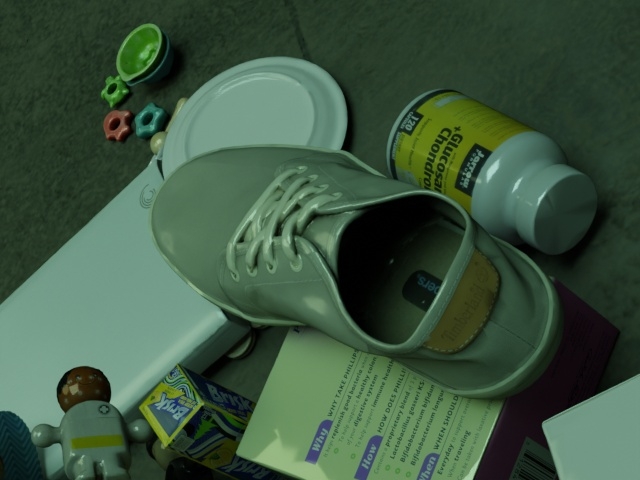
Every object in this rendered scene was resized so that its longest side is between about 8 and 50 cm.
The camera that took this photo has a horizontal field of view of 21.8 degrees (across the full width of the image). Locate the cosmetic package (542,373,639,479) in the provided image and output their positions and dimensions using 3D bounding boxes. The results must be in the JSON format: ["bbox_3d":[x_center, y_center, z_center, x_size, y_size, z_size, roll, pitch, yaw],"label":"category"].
[{"bbox_3d":[0.291,0.270,1.072,0.155,0.197,0.365,-30,51,23],"label":"cosmetic package"}]

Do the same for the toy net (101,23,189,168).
[{"bbox_3d":[-0.192,-0.124,1.802,0.122,0.045,0.232,-32,50,21],"label":"toy net"}]

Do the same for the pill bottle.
[{"bbox_3d":[0.149,-0.057,1.439,0.184,0.103,0.103,33,89,46],"label":"pill bottle"}]

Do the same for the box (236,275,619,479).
[{"bbox_3d":[0.086,0.127,1.377,0.243,0.117,0.213,12,74,42],"label":"box"}]

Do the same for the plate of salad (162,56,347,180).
[{"bbox_3d":[-0.064,-0.098,1.668,0.200,0.048,0.200,-12,55,17],"label":"plate of salad"}]

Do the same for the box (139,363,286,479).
[{"bbox_3d":[-0.076,0.169,1.450,0.054,0.169,0.059,-49,46,7],"label":"box"}]

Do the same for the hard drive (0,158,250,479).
[{"bbox_3d":[-0.243,0.112,1.694,0.353,0.047,0.233,-41,49,17],"label":"hard drive"}]

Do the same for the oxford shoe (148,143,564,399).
[{"bbox_3d":[0.000,0.000,1.350,0.449,0.130,0.169,23,83,46],"label":"oxford shoe"}]

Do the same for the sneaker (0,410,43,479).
[{"bbox_3d":[-0.314,0.285,1.613,0.092,0.087,0.228,-17,78,28],"label":"sneaker"}]

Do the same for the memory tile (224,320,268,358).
[{"bbox_3d":[-0.063,0.036,1.627,0.148,0.012,0.113,-51,45,5],"label":"memory tile"}]

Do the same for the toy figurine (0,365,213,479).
[{"bbox_3d":[-0.213,0.226,1.506,0.213,0.209,0.148,-37,42,17],"label":"toy figurine"}]
